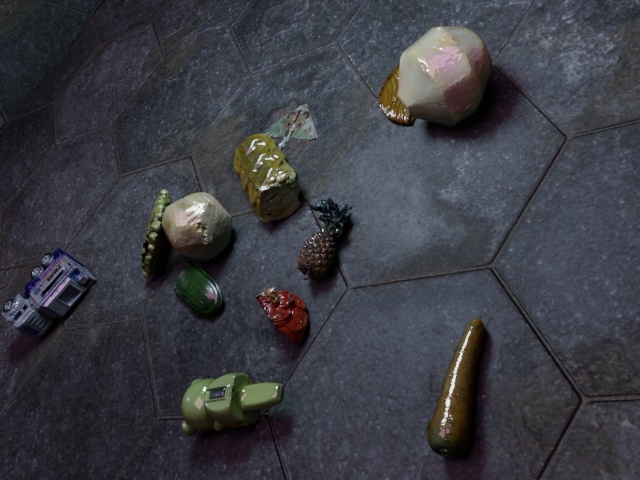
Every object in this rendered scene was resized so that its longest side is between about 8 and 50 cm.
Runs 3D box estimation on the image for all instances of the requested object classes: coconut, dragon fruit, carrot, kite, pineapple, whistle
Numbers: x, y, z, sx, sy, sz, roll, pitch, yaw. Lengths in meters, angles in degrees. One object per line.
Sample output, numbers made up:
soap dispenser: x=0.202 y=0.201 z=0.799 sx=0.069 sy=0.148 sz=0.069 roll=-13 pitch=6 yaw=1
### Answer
coconut: x=0.288 y=-0.384 z=1.578 sx=0.237 sy=0.197 sz=0.237 roll=-15 pitch=54 yaw=21
coconut: x=-0.328 y=-0.035 z=1.791 sx=0.194 sy=0.194 sz=0.194 roll=-19 pitch=50 yaw=24
dragon fruit: x=-0.085 y=0.153 z=1.528 sx=0.083 sy=0.106 sz=0.162 roll=-40 pitch=42 yaw=4
carrot: x=0.265 y=0.254 z=1.237 sx=0.078 sy=0.078 sz=0.298 roll=0 pitch=54 yaw=36
kite: x=-0.096 y=-0.300 z=1.928 sx=0.229 sy=0.012 sz=0.250 roll=14 pitch=70 yaw=42
pineapple: x=0.001 y=0.000 z=1.590 sx=0.103 sy=0.083 sz=0.221 roll=4 pitch=60 yaw=37
whistle: x=-0.199 y=0.353 z=1.465 sx=0.288 sy=0.106 sz=0.131 roll=-15 pitch=50 yaw=29

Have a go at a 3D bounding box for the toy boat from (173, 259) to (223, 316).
toy boat: x=-0.323 y=0.129 z=1.754 sx=0.210 sy=0.052 sz=0.104 roll=31 pitch=96 yaw=44

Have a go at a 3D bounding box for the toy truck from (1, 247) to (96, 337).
toy truck: x=-0.831 y=0.173 z=2.043 sx=0.155 sy=0.124 sz=0.268 roll=31 pitch=79 yaw=40

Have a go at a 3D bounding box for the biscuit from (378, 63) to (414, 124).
biscuit: x=0.232 y=-0.396 z=1.742 sx=0.176 sy=0.031 sz=0.228 roll=-27 pitch=47 yaw=20

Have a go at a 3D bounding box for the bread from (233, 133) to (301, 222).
bread: x=-0.151 y=-0.182 z=1.799 sx=0.152 sy=0.130 sz=0.267 roll=-44 pitch=44 yaw=14

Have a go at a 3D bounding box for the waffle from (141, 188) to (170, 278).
waffle: x=-0.467 y=-0.019 z=1.892 sx=0.214 sy=0.054 sz=0.207 roll=114 pitch=168 yaw=-46
